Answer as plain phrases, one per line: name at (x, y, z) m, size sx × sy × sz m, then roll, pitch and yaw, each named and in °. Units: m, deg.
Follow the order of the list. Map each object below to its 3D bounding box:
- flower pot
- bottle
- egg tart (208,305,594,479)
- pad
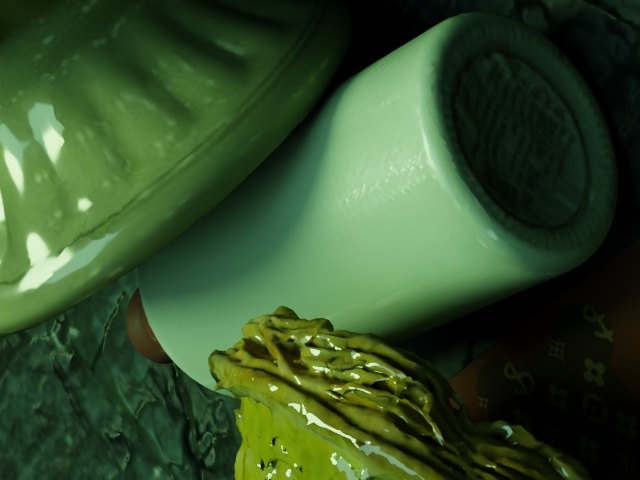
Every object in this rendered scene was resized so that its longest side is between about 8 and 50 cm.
flower pot at (-0.145, -0.111, 0.664) m, size 0.307 × 0.307 × 0.244 m, roll -21°, pitch 114°, yaw 46°
bottle at (0.000, 0.000, 0.692) m, size 0.245 × 0.104 × 0.104 m, roll -26°, pitch 83°, yaw 46°
egg tart at (0.039, 0.108, 0.613) m, size 0.212 × 0.212 × 0.090 m, roll 29°, pitch 80°, yaw 37°
pad at (0.121, 0.113, 0.675) m, size 0.267 × 0.004 × 0.181 m, roll -43°, pitch 71°, yaw 43°
